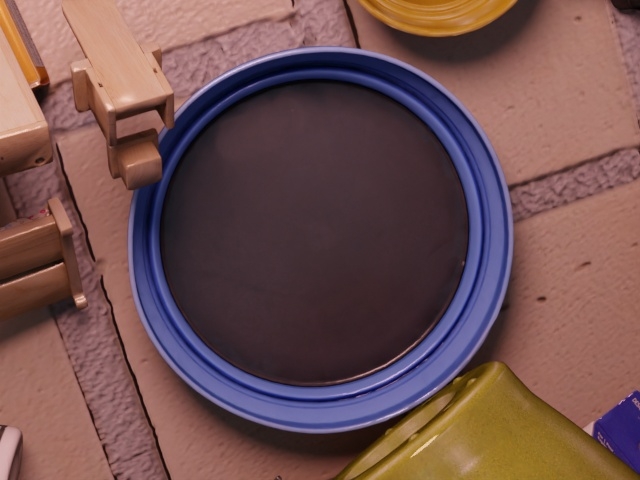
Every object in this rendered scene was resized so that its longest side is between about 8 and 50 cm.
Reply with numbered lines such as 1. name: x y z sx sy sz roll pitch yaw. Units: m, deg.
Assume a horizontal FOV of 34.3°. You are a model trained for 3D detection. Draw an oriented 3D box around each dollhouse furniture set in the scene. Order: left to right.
1. dollhouse furniture set: -0.302 -0.039 0.990 0.303 0.355 0.174 -20 59 -20

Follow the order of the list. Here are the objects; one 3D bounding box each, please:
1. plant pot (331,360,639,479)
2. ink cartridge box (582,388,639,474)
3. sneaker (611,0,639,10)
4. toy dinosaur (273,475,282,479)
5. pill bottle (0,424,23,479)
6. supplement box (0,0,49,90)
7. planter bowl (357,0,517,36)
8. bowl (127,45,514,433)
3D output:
1. plant pot: 0.179 0.315 0.941 0.366 0.366 0.353 -39 85 0
2. ink cartridge box: 0.257 0.345 1.129 0.371 0.069 0.176 -40 96 4
3. sneaker: 0.248 -0.335 1.031 0.283 0.107 0.124 32 99 -11
4. toy dinosaur: -0.062 0.376 1.081 0.322 0.164 0.218 29 111 -32
5. pill bottle: -0.410 0.227 1.021 0.208 0.119 0.119 11 97 -9
6. supplement box: -0.342 -0.242 0.981 0.078 0.080 0.233 -22 99 -3
7. planter bowl: 0.107 -0.308 1.020 0.217 0.090 0.217 -1 98 -7
8. bowl: 0.000 0.000 1.061 0.391 0.077 0.391 -1 98 -7
